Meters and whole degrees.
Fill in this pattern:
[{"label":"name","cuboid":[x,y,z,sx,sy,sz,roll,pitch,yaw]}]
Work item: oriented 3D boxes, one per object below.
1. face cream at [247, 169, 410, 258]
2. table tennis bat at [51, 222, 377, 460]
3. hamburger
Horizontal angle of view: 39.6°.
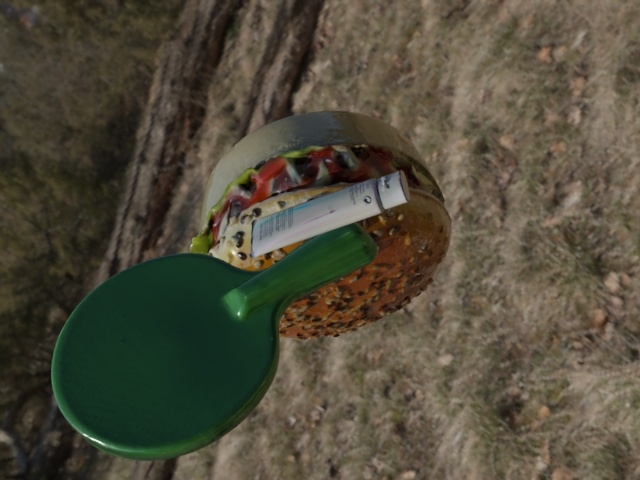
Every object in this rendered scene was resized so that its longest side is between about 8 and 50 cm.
[{"label":"face cream","cuboid":[0.003,-0.018,0.588,0.115,0.020,0.038,-18,42,16]},{"label":"table tennis bat","cuboid":[-0.073,0.058,0.652,0.257,0.039,0.160,-30,58,-11]},{"label":"hamburger","cuboid":[0.000,0.000,0.980,0.300,0.300,0.176,-36,49,30]}]
